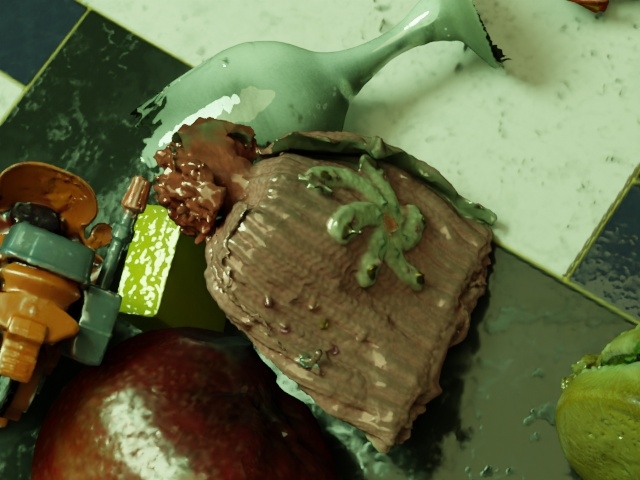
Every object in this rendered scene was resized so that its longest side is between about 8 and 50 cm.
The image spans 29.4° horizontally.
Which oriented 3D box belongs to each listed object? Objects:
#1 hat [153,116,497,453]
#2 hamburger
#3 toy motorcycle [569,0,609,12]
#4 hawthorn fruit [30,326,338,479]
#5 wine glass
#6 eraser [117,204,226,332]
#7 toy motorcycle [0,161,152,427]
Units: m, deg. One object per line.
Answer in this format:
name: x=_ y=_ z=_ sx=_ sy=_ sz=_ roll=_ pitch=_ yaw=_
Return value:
hat: x=0.000 y=0.000 z=0.944 sx=0.286 sy=0.107 sz=0.237 roll=34 pitch=56 yaw=-7
hamburger: x=0.265 y=0.134 z=0.843 sx=0.215 sy=0.189 sz=0.122 roll=31 pitch=70 yaw=26
toy motorcycle: x=0.276 y=-0.279 z=1.011 sx=0.298 sy=0.171 sz=0.089 roll=-6 pitch=27 yaw=21
hawthorn fruit: x=-0.127 y=0.196 z=0.912 sx=0.266 sy=0.210 sz=0.230 roll=-34 pitch=68 yaw=3
wine glass: x=-0.003 y=-0.134 z=1.048 sx=0.321 sy=0.143 sz=0.143 roll=-32 pitch=64 yaw=4
eraser: x=-0.118 y=0.036 z=1.019 sx=0.045 sy=0.122 sz=0.097 roll=6 pitch=70 yaw=21
toy motorcycle: x=-0.236 y=0.039 z=0.967 sx=0.147 sy=0.325 sz=0.221 roll=20 pitch=81 yaw=-18
